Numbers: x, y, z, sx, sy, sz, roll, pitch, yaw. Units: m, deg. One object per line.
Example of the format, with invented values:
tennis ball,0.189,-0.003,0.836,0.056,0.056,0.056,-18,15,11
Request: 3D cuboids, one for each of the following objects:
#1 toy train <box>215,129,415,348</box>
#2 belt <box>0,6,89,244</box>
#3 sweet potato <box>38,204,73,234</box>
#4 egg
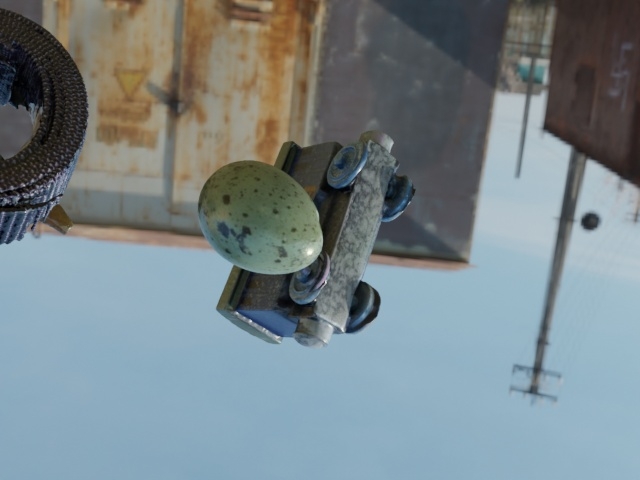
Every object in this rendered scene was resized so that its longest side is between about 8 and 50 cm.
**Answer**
toy train,0.000,0.000,1.240,0.131,0.300,0.202,35,155,-33
belt,-0.427,-0.155,1.179,0.260,0.122,0.325,13,-125,-19
sweet potato,-0.505,-0.074,1.482,0.255,0.058,0.078,17,158,12
egg,-0.047,-0.017,0.751,0.110,0.085,0.085,26,-160,17
